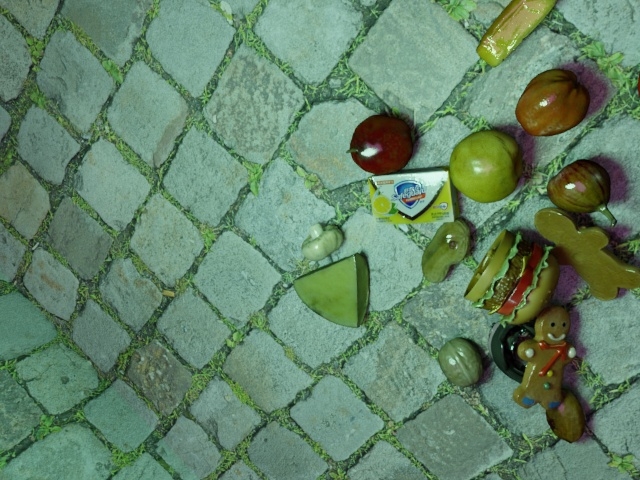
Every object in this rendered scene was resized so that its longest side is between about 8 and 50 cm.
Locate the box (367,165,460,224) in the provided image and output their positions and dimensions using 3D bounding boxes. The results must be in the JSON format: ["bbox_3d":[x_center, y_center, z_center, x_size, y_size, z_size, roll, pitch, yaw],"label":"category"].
[{"bbox_3d":[0.293,-0.140,1.801,0.265,0.097,0.169,0,108,25],"label":"box"}]

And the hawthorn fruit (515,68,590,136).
[{"bbox_3d":[0.616,-0.364,1.530,0.189,0.189,0.189,8,111,23],"label":"hawthorn fruit"}]

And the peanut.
[{"bbox_3d":[0.394,0.040,1.810,0.120,0.110,0.237,21,119,-2],"label":"peanut"}]

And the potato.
[{"bbox_3d":[0.036,0.150,2.020,0.255,0.112,0.270,7,107,27],"label":"potato"}]

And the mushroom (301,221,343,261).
[{"bbox_3d":[0.000,0.000,1.958,0.154,0.154,0.123,-22,103,30],"label":"mushroom"}]

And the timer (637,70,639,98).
[{"bbox_3d":[0.918,-0.364,1.265,0.377,0.378,0.279,21,118,17],"label":"timer"}]

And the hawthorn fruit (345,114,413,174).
[{"bbox_3d":[0.170,-0.291,1.741,0.189,0.251,0.190,9,102,49],"label":"hawthorn fruit"}]

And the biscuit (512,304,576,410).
[{"bbox_3d":[0.675,0.351,1.702,0.205,0.049,0.324,10,94,-21],"label":"biscuit"}]

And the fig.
[{"bbox_3d":[0.728,-0.142,1.562,0.202,0.148,0.150,22,108,26],"label":"fig"}]

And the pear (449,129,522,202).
[{"bbox_3d":[0.467,-0.211,1.634,0.208,0.209,0.209,8,111,23],"label":"pear"}]

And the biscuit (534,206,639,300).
[{"bbox_3d":[0.752,0.025,1.626,0.339,0.047,0.216,42,151,5],"label":"biscuit"}]

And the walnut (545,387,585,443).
[{"bbox_3d":[0.777,0.561,1.819,0.115,0.116,0.207,-11,110,28],"label":"walnut"}]

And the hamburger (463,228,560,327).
[{"bbox_3d":[0.570,0.118,1.667,0.212,0.274,0.275,31,118,9],"label":"hamburger"}]

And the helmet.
[{"bbox_3d":[0.622,0.334,1.779,0.253,0.154,0.198,38,84,-27],"label":"helmet"}]

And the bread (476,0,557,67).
[{"bbox_3d":[0.524,-0.585,1.538,0.094,0.102,0.245,41,121,-1],"label":"bread"}]

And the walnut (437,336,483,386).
[{"bbox_3d":[0.464,0.402,1.891,0.140,0.140,0.162,-23,108,30],"label":"walnut"}]
